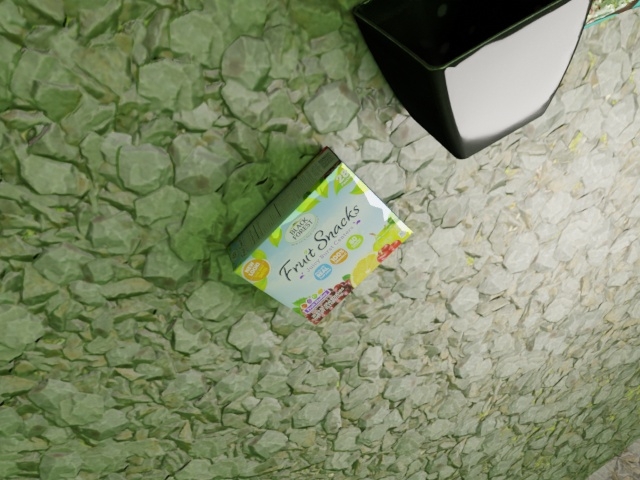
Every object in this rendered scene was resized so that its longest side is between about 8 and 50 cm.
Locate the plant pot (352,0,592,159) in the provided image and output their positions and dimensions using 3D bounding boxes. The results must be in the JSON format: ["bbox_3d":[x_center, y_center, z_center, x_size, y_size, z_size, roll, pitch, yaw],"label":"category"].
[{"bbox_3d":[0.175,-0.213,0.568,0.188,0.187,0.167,-29,137,-2],"label":"plant pot"}]

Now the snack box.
[{"bbox_3d":[0.000,0.000,0.690,0.207,0.070,0.174,-45,125,8],"label":"snack box"}]

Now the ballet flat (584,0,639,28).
[{"bbox_3d":[0.378,-0.329,0.630,0.240,0.091,0.077,-23,103,-11],"label":"ballet flat"}]
